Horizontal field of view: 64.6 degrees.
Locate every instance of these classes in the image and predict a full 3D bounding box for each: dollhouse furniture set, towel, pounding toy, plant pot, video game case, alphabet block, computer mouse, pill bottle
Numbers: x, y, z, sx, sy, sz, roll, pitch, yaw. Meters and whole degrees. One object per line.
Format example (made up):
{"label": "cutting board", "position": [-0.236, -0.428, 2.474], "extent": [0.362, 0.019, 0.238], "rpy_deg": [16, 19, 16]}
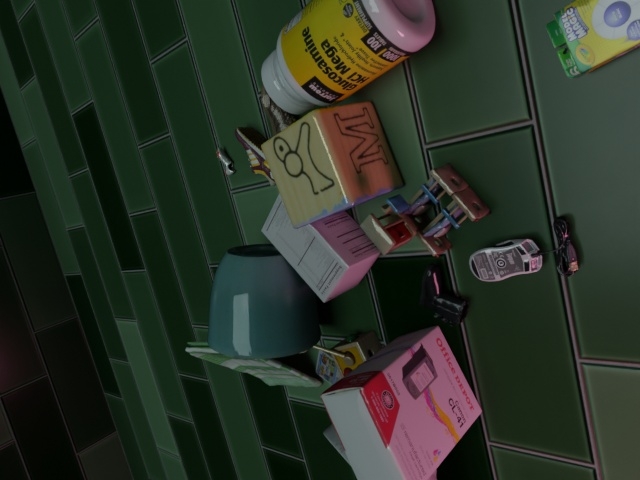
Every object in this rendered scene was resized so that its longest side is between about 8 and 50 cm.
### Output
{"label": "dollhouse furniture set", "position": [0.201, -0.041, 0.960], "extent": [0.129, 0.183, 0.129], "rpy_deg": [52, 134, 15]}
{"label": "towel", "position": [-0.194, 0.357, 1.442], "extent": [0.325, 0.038, 0.248], "rpy_deg": [34, 149, -32]}
{"label": "pounding toy", "position": [0.078, 0.293, 1.268], "extent": [0.130, 0.100, 0.141], "rpy_deg": [-28, 86, 45]}
{"label": "plant pot", "position": [-0.145, 0.136, 1.300], "extent": [0.293, 0.293, 0.235], "rpy_deg": [8, 102, 41]}
{"label": "video game case", "position": [0.039, 0.364, 1.397], "extent": [0.122, 0.011, 0.087], "rpy_deg": [29, 125, 32]}
{"label": "alphabet block", "position": [0.025, -0.159, 1.073], "extent": [0.192, 0.193, 0.197], "rpy_deg": [-19, 93, 44]}
{"label": "computer mouse", "position": [0.369, 0.026, 0.933], "extent": [0.193, 0.042, 0.106], "rpy_deg": [-15, 100, 40]}
{"label": "pill bottle", "position": [0.037, -0.379, 0.978], "extent": [0.334, 0.188, 0.188], "rpy_deg": [-22, 91, 46]}

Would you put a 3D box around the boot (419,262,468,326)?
{"label": "boot", "position": [0.262, 0.116, 1.064], "extent": [0.099, 0.045, 0.121], "rpy_deg": [28, 131, 36]}

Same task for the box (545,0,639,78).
{"label": "box", "position": [0.427, -0.323, 0.737], "extent": [0.179, 0.043, 0.105], "rpy_deg": [-25, 88, 47]}

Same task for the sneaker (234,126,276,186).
{"label": "sneaker", "position": [-0.168, -0.220, 1.318], "extent": [0.185, 0.069, 0.084], "rpy_deg": [45, 126, 22]}

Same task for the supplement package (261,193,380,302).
{"label": "supplement package", "position": [0.000, 0.000, 1.200], "extent": [0.244, 0.134, 0.139], "rpy_deg": [48, 131, 19]}

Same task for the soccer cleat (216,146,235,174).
{"label": "soccer cleat", "position": [-0.268, -0.227, 1.440], "extent": [0.035, 0.029, 0.083], "rpy_deg": [-12, 101, 36]}

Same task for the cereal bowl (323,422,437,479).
{"label": "cereal bowl", "position": [0.168, 0.536, 1.203], "extent": [0.339, 0.141, 0.339], "rpy_deg": [44, 166, 14]}

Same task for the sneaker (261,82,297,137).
{"label": "sneaker", "position": [-0.086, -0.299, 1.227], "extent": [0.071, 0.066, 0.188], "rpy_deg": [-5, 109, 27]}

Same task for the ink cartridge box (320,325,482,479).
{"label": "ink cartridge box", "position": [0.175, 0.342, 1.049], "extent": [0.131, 0.306, 0.226], "rpy_deg": [-30, 85, 45]}
